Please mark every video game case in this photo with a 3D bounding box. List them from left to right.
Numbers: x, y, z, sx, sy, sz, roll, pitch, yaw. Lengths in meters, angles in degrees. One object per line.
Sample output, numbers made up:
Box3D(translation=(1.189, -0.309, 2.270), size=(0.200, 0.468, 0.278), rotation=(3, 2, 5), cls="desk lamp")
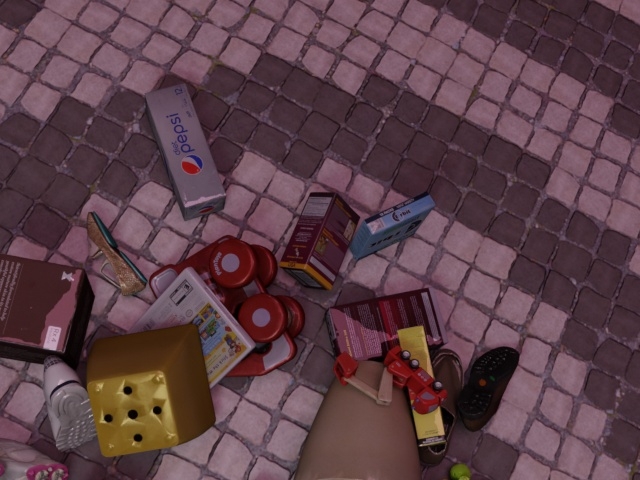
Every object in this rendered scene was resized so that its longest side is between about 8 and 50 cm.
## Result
Box3D(translation=(-0.264, 0.199, 1.669), size=(0.206, 0.026, 0.227), rotation=(49, 116, 8), cls="video game case")

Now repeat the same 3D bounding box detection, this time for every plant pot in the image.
Box3D(translation=(-0.331, 0.294, 1.562), size=(0.212, 0.187, 0.212), rotation=(-9, 98, 3), cls="plant pot")
Box3D(translation=(0.086, 0.387, 1.645), size=(0.256, 0.256, 0.274), rotation=(13, 54, -5), cls="plant pot")

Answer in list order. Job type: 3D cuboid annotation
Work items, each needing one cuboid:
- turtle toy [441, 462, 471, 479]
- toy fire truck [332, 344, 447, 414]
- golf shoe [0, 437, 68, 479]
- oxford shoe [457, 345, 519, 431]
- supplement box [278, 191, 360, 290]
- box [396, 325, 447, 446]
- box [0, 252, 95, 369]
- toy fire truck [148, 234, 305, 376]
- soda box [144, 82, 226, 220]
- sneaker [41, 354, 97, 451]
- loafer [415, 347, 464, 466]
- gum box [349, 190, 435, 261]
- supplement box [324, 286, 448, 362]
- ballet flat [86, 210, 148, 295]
Box3D(translation=(0.282, 0.522, 1.706), size=(0.095, 0.066, 0.130), rotation=(17, 70, -3), cls="turtle toy")
Box3D(translation=(0.133, 0.270, 1.593), size=(0.135, 0.047, 0.192), rotation=(-30, 62, -33), cls="toy fire truck")
Box3D(translation=(-0.605, 0.412, 1.497), size=(0.140, 0.306, 0.115), rotation=(27, 86, 37), cls="golf shoe")
Box3D(translation=(0.358, 0.316, 1.786), size=(0.082, 0.096, 0.227), rotation=(19, 47, 33), cls="oxford shoe")
Box3D(translation=(0.000, 0.000, 1.802), size=(0.104, 0.080, 0.188), rotation=(42, 62, -42), cls="supplement box")
Box3D(translation=(0.205, 0.294, 1.675), size=(0.058, 0.087, 0.232), rotation=(-11, 73, 8), cls="box")
Box3D(translation=(-0.549, 0.144, 1.626), size=(0.167, 0.203, 0.169), rotation=(12, 70, -5), cls="box")
Box3D(translation=(-0.191, 0.148, 1.722), size=(0.253, 0.169, 0.302), rotation=(-31, 79, 9), cls="toy fire truck")
Box3D(translation=(-0.300, -0.195, 1.836), size=(0.098, 0.091, 0.286), rotation=(-18, 76, -16), cls="soda box")
Box3D(translation=(-0.480, 0.313, 1.581), size=(0.090, 0.235, 0.095), rotation=(-23, 54, -31), cls="sneaker")
Box3D(translation=(0.258, 0.347, 1.748), size=(0.094, 0.087, 0.251), rotation=(13, 71, -5), cls="loafer")
Box3D(translation=(0.152, -0.028, 1.803), size=(0.157, 0.184, 0.041), rotation=(-25, 77, -16), cls="gum box")
Box3D(translation=(0.140, 0.189, 1.790), size=(0.239, 0.073, 0.130), rotation=(-9, 74, -13), cls="supplement box")
Box3D(translation=(-0.447, 0.032, 1.753), size=(0.067, 0.073, 0.206), rotation=(-38, 77, -4), cls="ballet flat")
